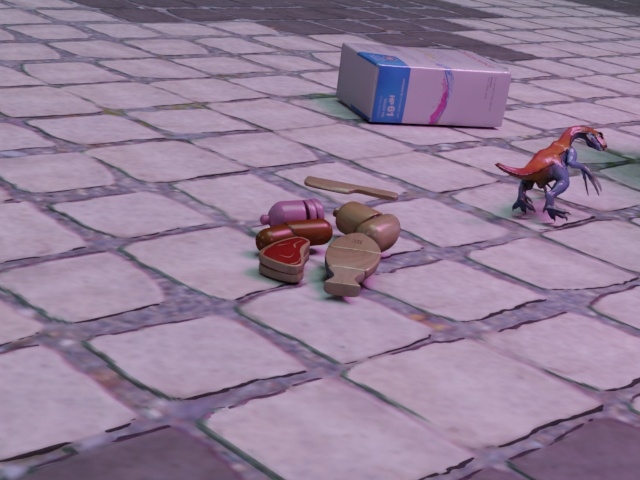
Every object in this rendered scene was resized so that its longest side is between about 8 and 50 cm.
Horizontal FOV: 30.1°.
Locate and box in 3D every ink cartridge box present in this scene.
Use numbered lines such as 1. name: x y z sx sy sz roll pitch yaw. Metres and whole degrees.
1. ink cartridge box: 0.086 -0.131 1.003 0.122 0.052 0.088 -1 20 -19

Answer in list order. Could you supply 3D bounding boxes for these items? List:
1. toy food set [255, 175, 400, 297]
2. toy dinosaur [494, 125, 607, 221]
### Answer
1. toy food set: 0.000 0.000 0.638 0.078 0.019 0.122 12 27 14
2. toy dinosaur: 0.156 -0.051 0.764 0.047 0.090 0.082 7 60 31
